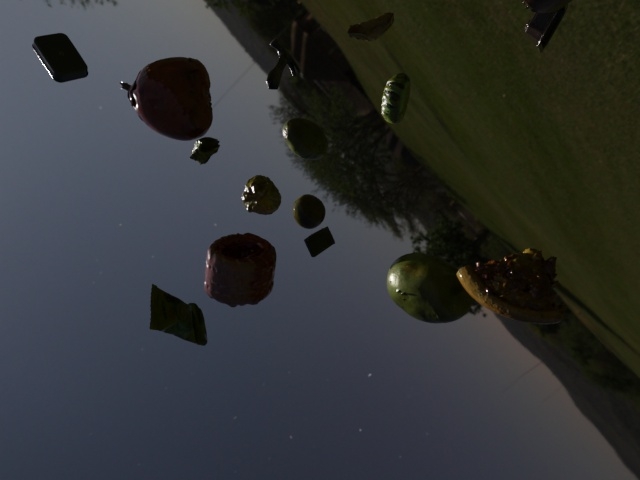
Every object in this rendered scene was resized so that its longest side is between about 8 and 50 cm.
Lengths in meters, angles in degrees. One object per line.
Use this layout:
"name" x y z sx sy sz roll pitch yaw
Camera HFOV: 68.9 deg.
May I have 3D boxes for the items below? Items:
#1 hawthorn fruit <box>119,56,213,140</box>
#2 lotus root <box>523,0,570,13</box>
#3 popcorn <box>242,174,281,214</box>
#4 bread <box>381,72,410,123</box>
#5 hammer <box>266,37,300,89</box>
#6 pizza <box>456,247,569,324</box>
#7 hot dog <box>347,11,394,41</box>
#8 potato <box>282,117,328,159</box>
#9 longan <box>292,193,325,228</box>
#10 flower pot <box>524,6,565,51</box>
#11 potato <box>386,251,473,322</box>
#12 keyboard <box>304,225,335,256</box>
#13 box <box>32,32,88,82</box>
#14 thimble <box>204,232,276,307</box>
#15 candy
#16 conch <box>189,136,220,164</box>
"hawthorn fruit" -0.506 -0.472 1.535 0.308 0.276 0.276 8 -160 -1
"lotus root" 0.669 -0.790 1.277 0.272 0.272 0.192 41 160 -20
"popcorn" -0.173 -0.128 1.343 0.120 0.106 0.116 66 171 -5
"bread" 0.217 -0.412 1.351 0.071 0.130 0.139 20 166 16
"hammer" -0.139 -0.591 1.616 0.137 0.037 0.289 41 -145 -27
"pizza" 0.521 0.098 1.226 0.290 0.229 0.081 28 154 38
"hot dog" 0.168 -0.690 1.533 0.061 0.169 0.078 75 173 -56
"potato" -0.070 -0.465 2.152 0.253 0.149 0.186 27 -115 -40
"longan" -0.029 -0.062 0.999 0.075 0.075 0.083 36 167 -34
"flower pot" 0.824 -0.805 1.721 0.084 0.178 0.251 33 -154 17
"potato" 0.350 0.153 1.517 0.304 0.215 0.216 16 170 43
"keyboard" 0.000 0.000 1.857 0.087 0.017 0.250 66 -155 -3
"box" -0.657 -0.465 1.180 0.091 0.031 0.126 -31 -94 -37
"thimble" -0.192 0.070 1.132 0.163 0.125 0.189 10 -158 3
"candy" -0.426 0.222 1.369 0.246 0.069 0.149 56 -168 -59
"conch" -0.382 -0.301 1.541 0.074 0.121 0.089 51 153 11
